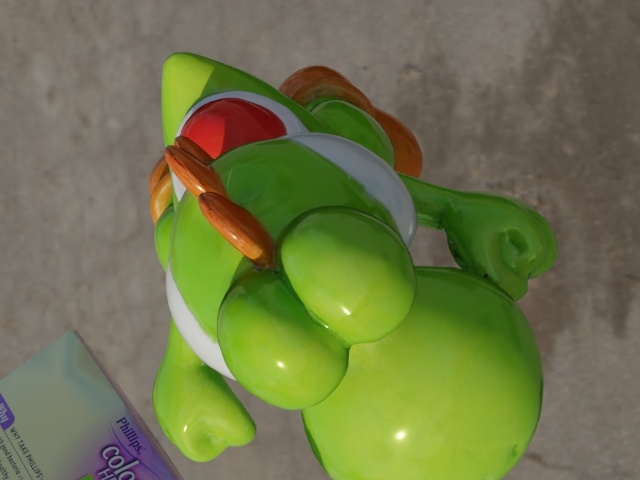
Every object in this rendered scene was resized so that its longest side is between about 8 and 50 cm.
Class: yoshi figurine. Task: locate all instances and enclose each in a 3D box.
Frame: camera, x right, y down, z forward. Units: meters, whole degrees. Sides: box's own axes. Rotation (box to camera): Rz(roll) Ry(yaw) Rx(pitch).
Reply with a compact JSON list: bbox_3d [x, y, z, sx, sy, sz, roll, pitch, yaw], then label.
[{"bbox_3d":[0.009,0.026,0.692,0.362,0.203,0.204,-111,29,-75],"label":"yoshi figurine"}]

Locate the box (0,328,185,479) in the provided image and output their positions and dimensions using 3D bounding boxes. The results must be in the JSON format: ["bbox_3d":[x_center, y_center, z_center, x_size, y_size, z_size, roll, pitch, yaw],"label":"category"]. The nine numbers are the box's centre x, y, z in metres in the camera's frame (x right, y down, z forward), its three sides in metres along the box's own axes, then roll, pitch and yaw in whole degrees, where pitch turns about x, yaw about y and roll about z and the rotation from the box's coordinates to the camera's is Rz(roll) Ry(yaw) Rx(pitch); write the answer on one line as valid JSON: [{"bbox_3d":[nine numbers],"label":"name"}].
[{"bbox_3d":[-0.222,0.227,1.055,0.213,0.243,0.117,44,167,45],"label":"box"}]
